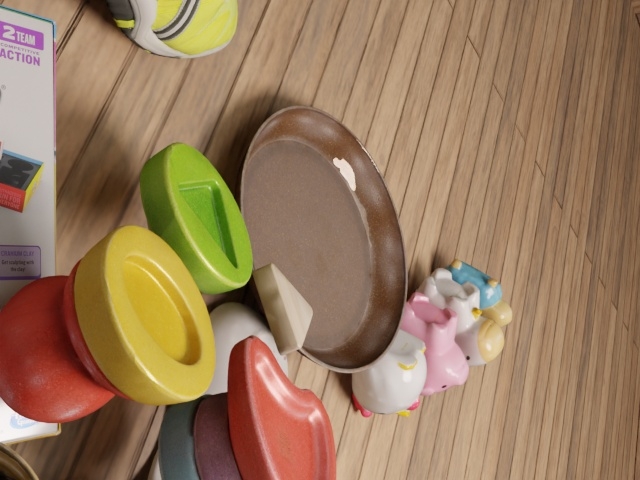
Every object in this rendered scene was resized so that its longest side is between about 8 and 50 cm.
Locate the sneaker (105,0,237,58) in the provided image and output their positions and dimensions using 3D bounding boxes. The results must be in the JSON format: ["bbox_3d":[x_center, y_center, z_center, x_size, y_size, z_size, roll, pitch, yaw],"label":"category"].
[{"bbox_3d":[-0.104,-0.263,0.618,0.384,0.147,0.145,74,18,-74],"label":"sneaker"}]

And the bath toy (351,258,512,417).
[{"bbox_3d":[0.153,0.148,1.069,0.348,0.151,0.129,-25,143,-52],"label":"bath toy"}]

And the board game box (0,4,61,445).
[{"bbox_3d":[-0.289,-0.014,0.499,0.242,0.064,0.316,4,84,-55],"label":"board game box"}]

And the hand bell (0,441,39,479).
[{"bbox_3d":[-0.198,0.204,0.562,0.242,0.126,0.126,58,37,-74],"label":"hand bell"}]

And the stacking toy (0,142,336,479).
[{"bbox_3d":[-0.114,0.088,0.625,0.309,0.130,0.279,57,17,-32],"label":"stacking toy"}]

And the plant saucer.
[{"bbox_3d":[0.000,0.000,0.889,0.311,0.050,0.310,26,56,-46],"label":"plant saucer"}]

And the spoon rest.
[{"bbox_3d":[-0.101,0.175,0.753,0.137,0.084,0.276,60,29,-28],"label":"spoon rest"}]
